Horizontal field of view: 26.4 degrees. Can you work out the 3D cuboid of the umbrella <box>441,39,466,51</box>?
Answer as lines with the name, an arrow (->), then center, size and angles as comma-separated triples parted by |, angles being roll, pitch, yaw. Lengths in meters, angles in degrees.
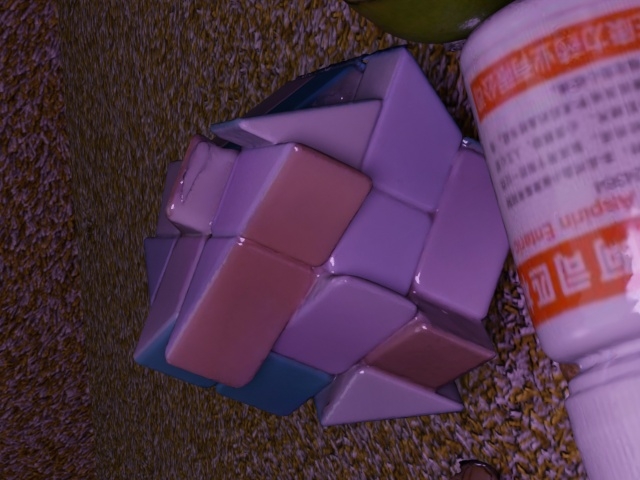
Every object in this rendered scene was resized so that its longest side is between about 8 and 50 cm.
umbrella -> 0.127, -0.262, 1.386 | 0.143, 0.067, 0.062 | 70, -163, 6

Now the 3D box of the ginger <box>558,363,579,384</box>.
ginger -> 0.265, 0.107, 1.222 | 0.176, 0.052, 0.193 | 20, 118, 58

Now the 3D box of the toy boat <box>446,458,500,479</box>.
toy boat -> 0.159, 0.441, 1.375 | 0.136, 0.162, 0.445 | 87, -173, -46

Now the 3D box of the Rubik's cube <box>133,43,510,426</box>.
Rubik's cube -> 0.000, 0.000, 1.401 | 0.387, 0.358, 0.368 | -2, 66, 68

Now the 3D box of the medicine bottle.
medicine bottle -> 0.247, -0.002, 1.017 | 0.211, 0.211, 0.371 | 141, 117, -64

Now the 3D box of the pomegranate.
pomegranate -> 0.126, -0.296, 1.275 | 0.190, 0.159, 0.241 | -1, 72, 56
